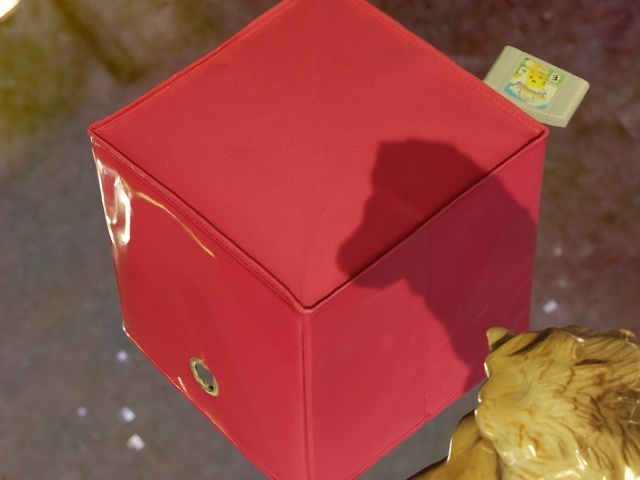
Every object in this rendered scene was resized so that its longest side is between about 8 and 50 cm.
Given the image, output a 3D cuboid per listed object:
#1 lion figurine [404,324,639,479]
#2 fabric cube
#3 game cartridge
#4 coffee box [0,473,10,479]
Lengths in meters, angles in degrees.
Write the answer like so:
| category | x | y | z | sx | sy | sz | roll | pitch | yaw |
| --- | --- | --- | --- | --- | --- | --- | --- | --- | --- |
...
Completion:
| category | x | y | z | sx | sy | sz | roll | pitch | yaw |
| --- | --- | --- | --- | --- | --- | --- | --- | --- | --- |
| lion figurine | 0.176 | 0.214 | 0.656 | 0.142 | 0.240 | 0.392 | -31 | -127 | -2 |
| fabric cube | 0.000 | 0.000 | 1.436 | 0.259 | 0.254 | 0.258 | -36 | 149 | -24 |
| game cartridge | 0.184 | -0.132 | 1.567 | 0.056 | 0.083 | 0.017 | -57 | 165 | -26 |
| coffee box | -0.332 | 0.341 | 1.318 | 0.338 | 0.334 | 0.338 | 24 | -93 | 35 |
